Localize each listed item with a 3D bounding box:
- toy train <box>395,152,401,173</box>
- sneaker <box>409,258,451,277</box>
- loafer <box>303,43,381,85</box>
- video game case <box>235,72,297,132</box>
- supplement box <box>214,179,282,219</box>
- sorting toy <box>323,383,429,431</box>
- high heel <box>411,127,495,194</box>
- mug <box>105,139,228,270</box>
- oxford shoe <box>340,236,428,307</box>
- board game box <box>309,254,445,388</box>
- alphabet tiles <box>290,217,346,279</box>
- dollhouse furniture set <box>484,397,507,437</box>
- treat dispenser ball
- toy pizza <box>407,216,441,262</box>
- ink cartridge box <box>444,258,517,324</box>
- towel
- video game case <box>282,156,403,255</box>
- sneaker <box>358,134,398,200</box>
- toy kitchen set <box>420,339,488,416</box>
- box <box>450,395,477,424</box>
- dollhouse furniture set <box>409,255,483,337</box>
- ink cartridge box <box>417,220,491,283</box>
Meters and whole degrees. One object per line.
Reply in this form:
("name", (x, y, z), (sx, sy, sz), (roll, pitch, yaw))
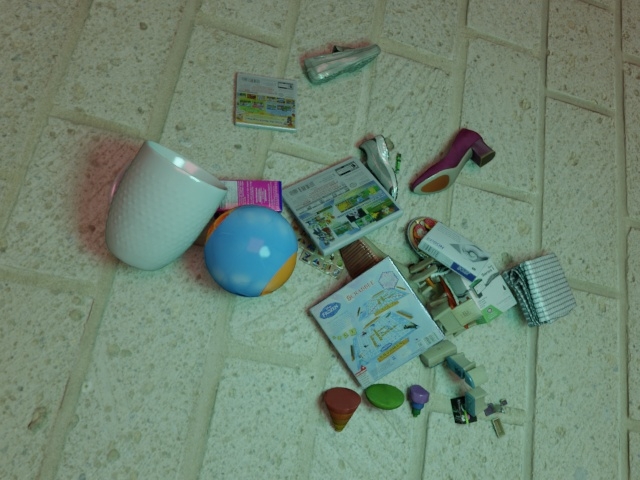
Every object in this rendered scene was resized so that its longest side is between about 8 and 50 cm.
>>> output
("toy train", (0.300, -0.297, 1.841), (0.017, 0.024, 0.083), (11, 73, -12))
("sneaker", (0.396, 0.099, 1.743), (0.171, 0.063, 0.074), (-11, 85, -12))
("loafer", (0.087, -0.704, 1.842), (0.320, 0.112, 0.111), (-26, 92, -19))
("video game case", (-0.198, -0.506, 1.761), (0.227, 0.026, 0.206), (3, 75, -15))
("supplement box", (-0.245, -0.136, 1.607), (0.220, 0.111, 0.113), (1, 76, -14))
("sorting toy", (0.183, 0.556, 1.568), (0.366, 0.127, 0.126), (1, 105, -17))
("high heel", (0.482, -0.310, 1.873), (0.377, 0.127, 0.181), (-25, 55, -15))
("mug", (-0.513, -0.112, 1.456), (0.374, 0.276, 0.328), (37, 97, 29))
("oxford shoe", (0.220, 0.113, 1.678), (0.397, 0.140, 0.146), (53, 46, 2))
("board game box", (0.183, 0.266, 1.566), (0.319, 0.066, 0.318), (-35, 87, 10))
("alphabet tiles", (0.000, 0.000, 1.693), (0.237, 0.009, 0.198), (28, 71, -6))
("dollhouse furniture set", (0.644, 0.621, 1.665), (0.091, 0.081, 0.114), (-15, 80, -18))
("treat dispenser ball", (-0.213, 0.032, 1.479), (0.288, 0.288, 0.288), (4, 75, -14))
("toy pizza", (0.415, -0.009, 1.763), (0.201, 0.032, 0.201), (10, 56, -16))
("ink cartridge box", (0.587, 0.175, 1.759), (0.160, 0.092, 0.219), (-28, 85, -21))
("towel", (0.812, 0.181, 1.770), (0.284, 0.121, 0.235), (-10, 79, -43))
("video game case", (0.071, -0.129, 1.668), (0.329, 0.036, 0.300), (-27, 61, -18))
("sneaker", (0.220, -0.253, 1.781), (0.108, 0.100, 0.271), (-17, 81, 2))
("toy kitchen set", (0.453, 0.476, 1.632), (0.122, 0.207, 0.166), (-18, 117, -19))
("box", (0.494, 0.585, 1.651), (0.062, 0.052, 0.083), (-5, 76, -16))
("dollhouse furniture set", (0.436, 0.197, 1.596), (0.135, 0.259, 0.262), (-34, 105, 15))
("ink cartridge box", (0.483, 0.023, 1.682), (0.223, 0.045, 0.224), (35, 40, 15))
